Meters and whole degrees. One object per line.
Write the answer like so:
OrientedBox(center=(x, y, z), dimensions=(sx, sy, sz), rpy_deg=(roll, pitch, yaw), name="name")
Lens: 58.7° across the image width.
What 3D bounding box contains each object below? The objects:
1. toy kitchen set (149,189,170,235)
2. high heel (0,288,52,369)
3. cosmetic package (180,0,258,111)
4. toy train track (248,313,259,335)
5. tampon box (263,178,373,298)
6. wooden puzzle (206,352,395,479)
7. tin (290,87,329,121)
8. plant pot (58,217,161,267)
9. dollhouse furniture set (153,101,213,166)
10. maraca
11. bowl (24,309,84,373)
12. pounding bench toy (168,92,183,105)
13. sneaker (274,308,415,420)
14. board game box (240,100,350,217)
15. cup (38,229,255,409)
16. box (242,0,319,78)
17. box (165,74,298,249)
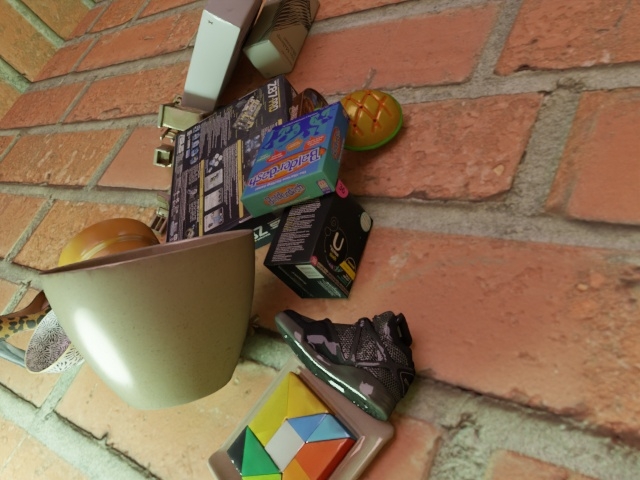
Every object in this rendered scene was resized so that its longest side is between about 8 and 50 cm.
OrientedBox(center=(-0.354, -0.057, 1.317), dimensions=(0.068, 0.083, 0.075), rpy_deg=(22, 66, 2), name="toy kitchen set")
OrientedBox(center=(-0.698, 0.147, 1.323), dimensions=(0.093, 0.186, 0.261), rpy_deg=(-13, 50, 30), name="high heel")
OrientedBox(center=(-0.235, -0.517, 1.429), dimensions=(0.377, 0.097, 0.284), rpy_deg=(-46, 21, 60), name="cosmetic package")
OrientedBox(center=(-0.137, 0.162, 1.006), dimensions=(0.083, 0.014, 0.048), rpy_deg=(-44, 48, 9), name="toy train track")
OrientedBox(center=(0.000, 0.000, 0.949), dimensions=(0.101, 0.120, 0.161), rpy_deg=(-4, 55, 37), name="tampon box")
OrientedBox(center=(-0.042, 0.289, 0.804), dimensions=(0.238, 0.044, 0.221), rpy_deg=(-48, 42, -6), name="wooden puzzle")
OrientedBox(center=(-0.016, -0.229, 1.161), dimensions=(0.040, 0.106, 0.189), rpy_deg=(-28, 41, 35), name="tin")
OrientedBox(center=(-0.390, 0.091, 1.139), dimensions=(0.205, 0.205, 0.188), rpy_deg=(-43, 57, 1), name="plant pot")
OrientedBox(center=(-0.318, -0.255, 1.467), dimensions=(0.182, 0.161, 0.101), rpy_deg=(14, 19, 3), name="dollhouse furniture set")
OrientedBox(center=(0.064, -0.224, 1.084), dimensions=(0.186, 0.099, 0.127), rpy_deg=(-13, 66, 7), name="maraca")
OrientedBox(center=(-0.542, 0.220, 1.223), dimensions=(0.170, 0.080, 0.170), rpy_deg=(-21, 46, 23), name="bowl")
OrientedBox(center=(-0.396, -0.370, 1.610), dimensions=(0.065, 0.052, 0.083), rpy_deg=(-50, 42, -7), name="pounding bench toy")
OrientedBox(center=(0.042, 0.143, 0.812), dimensions=(0.227, 0.087, 0.130), rpy_deg=(26, 60, 38), name="sneaker")
OrientedBox(center=(-0.039, -0.144, 0.985), dimensions=(0.160, 0.047, 0.210), rpy_deg=(-16, 39, 25), name="board game box")
OrientedBox(center=(-0.247, 0.128, 0.919), dimensions=(0.331, 0.331, 0.237), rpy_deg=(-8, 97, 33), name="cup")
OrientedBox(center=(-0.098, -0.565, 1.495), dimensions=(0.094, 0.113, 0.275), rpy_deg=(-5, 56, 35), name="box")
OrientedBox(center=(-0.178, -0.146, 1.222), dimensions=(0.318, 0.097, 0.395), rpy_deg=(-27, 46, 20), name="box")
